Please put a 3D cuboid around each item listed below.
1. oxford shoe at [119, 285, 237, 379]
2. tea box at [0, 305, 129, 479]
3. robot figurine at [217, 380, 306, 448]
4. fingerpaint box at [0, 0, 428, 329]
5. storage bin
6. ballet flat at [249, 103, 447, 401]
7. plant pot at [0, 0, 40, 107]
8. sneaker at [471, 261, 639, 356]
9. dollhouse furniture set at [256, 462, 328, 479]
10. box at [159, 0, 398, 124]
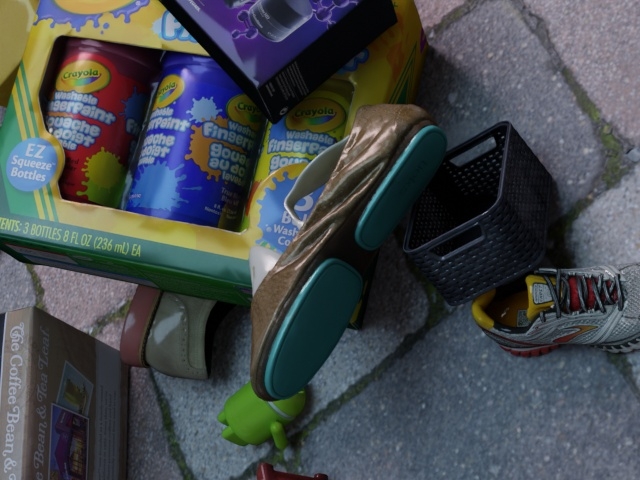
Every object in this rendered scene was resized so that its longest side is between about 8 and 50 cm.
[{"bbox_3d":[-0.127,0.011,1.821,0.130,0.123,0.348,18,79,13],"label":"oxford shoe"},{"bbox_3d":[-0.431,0.292,1.824,0.323,0.220,0.329,-13,63,24],"label":"tea box"},{"bbox_3d":[-0.065,0.193,1.696,0.115,0.067,0.101,-40,43,20],"label":"robot figurine"},{"bbox_3d":[-0.135,-0.127,1.706,0.444,0.163,0.371,11,77,15],"label":"fingerpaint box"},{"bbox_3d":[0.167,-0.030,1.532,0.122,0.084,0.180,-29,23,28],"label":"storage bin"},{"bbox_3d":[0.000,0.000,1.514,0.124,0.116,0.342,27,85,35],"label":"ballet flat"},{"bbox_3d":[-0.435,-0.299,2.138,0.212,0.212,0.187,-46,62,15],"label":"plant pot"},{"bbox_3d":[0.254,0.068,1.465,0.225,0.092,0.088,-16,62,34],"label":"sneaker"},{"bbox_3d":[-0.162,0.319,1.519,0.201,0.374,0.152,-23,63,29],"label":"dollhouse furniture set"},{"bbox_3d":[-0.070,-0.288,1.603,0.184,0.103,0.261,-40,69,-7],"label":"box"}]
